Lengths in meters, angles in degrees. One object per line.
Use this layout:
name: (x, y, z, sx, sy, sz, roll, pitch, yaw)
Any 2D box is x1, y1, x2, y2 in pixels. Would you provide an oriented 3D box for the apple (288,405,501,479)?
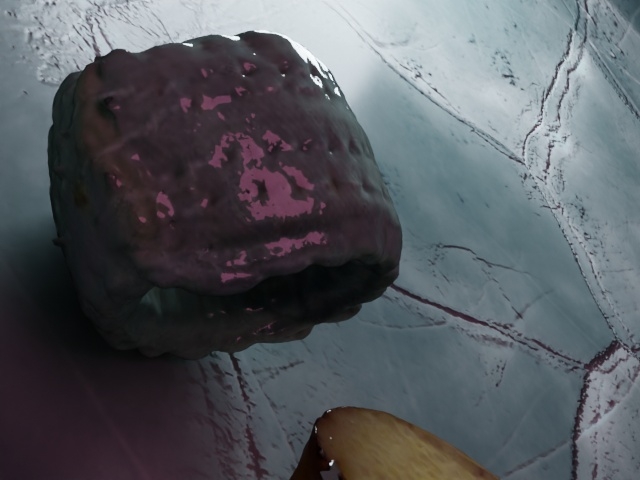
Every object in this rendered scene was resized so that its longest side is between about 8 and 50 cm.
apple: (0.033, 0.249, 0.633, 0.251, 0.163, 0.293, 41, 21, 6)

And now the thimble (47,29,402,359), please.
thimble: (-0.064, -0.020, 0.746, 0.250, 0.205, 0.171, 18, 49, -60)
